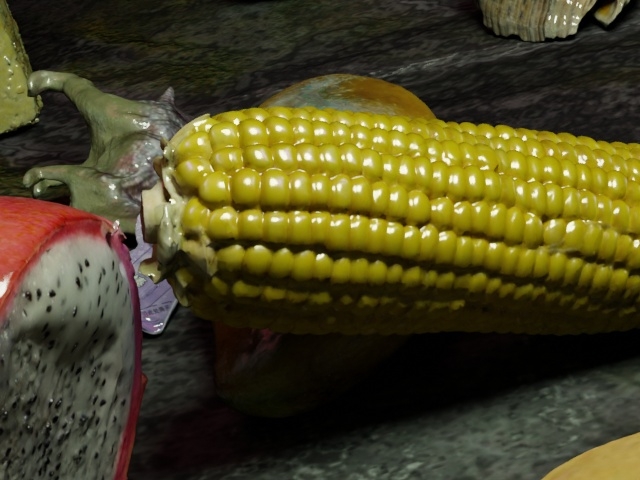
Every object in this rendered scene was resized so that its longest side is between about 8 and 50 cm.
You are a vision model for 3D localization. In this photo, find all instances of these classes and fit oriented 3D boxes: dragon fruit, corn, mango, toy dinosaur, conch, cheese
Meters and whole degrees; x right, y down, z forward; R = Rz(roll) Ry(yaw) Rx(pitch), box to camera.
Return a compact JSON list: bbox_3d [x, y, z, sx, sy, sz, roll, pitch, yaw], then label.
[{"bbox_3d":[-0.228,0.089,1.092,0.189,0.291,0.290,17,36,18],"label":"dragon fruit"},{"bbox_3d":[0.075,-0.010,1.184,0.387,0.144,0.144,1,18,-21],"label":"corn"},{"bbox_3d":[0.000,0.000,1.330,0.193,0.146,0.316,-10,34,20],"label":"mango"},{"bbox_3d":[-0.171,-0.063,1.645,0.162,0.077,0.294,-4,42,-4],"label":"toy dinosaur"},{"bbox_3d":[0.222,-0.268,1.817,0.178,0.163,0.245,-43,37,18],"label":"conch"},{"bbox_3d":[-0.105,0.002,1.488,0.105,0.042,0.191,24,48,23],"label":"cheese"}]

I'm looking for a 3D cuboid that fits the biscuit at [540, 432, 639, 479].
[{"bbox_3d":[0.179,0.190,0.923,0.275,0.052,0.355,-7,26,17],"label":"biscuit"}]

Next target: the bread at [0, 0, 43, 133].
[{"bbox_3d":[-0.363,-0.190,1.890,0.138,0.196,0.102,-24,22,-6],"label":"bread"}]
